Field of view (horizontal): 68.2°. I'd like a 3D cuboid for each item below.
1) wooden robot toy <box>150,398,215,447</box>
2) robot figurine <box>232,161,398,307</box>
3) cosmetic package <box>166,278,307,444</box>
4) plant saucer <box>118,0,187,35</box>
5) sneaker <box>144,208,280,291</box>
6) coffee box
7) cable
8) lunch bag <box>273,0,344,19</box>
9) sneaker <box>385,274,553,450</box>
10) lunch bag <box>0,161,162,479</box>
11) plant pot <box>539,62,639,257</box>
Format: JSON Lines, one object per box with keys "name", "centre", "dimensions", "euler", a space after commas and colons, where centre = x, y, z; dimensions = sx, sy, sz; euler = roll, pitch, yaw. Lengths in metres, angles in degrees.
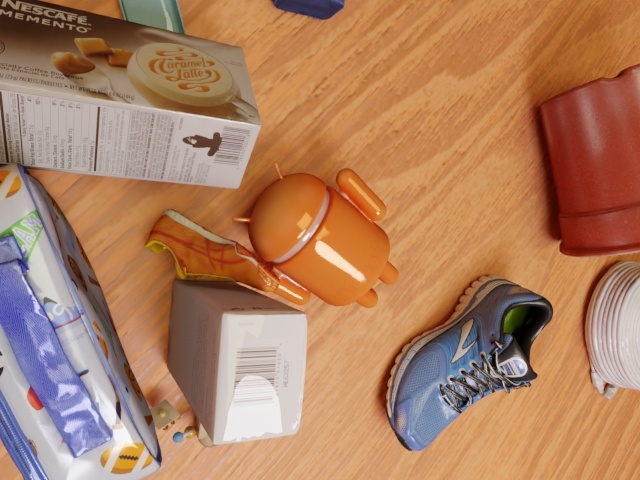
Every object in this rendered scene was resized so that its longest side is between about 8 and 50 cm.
{"name": "wooden robot toy", "centre": [-0.132, 0.225, 0.605], "dimensions": [0.173, 0.076, 0.079], "euler": [-6, 131, -26]}
{"name": "robot figurine", "centre": [0.001, -0.002, 0.608], "dimensions": [0.219, 0.158, 0.128], "euler": [36, 45, -24]}
{"name": "cosmetic package", "centre": [-0.101, 0.111, 0.506], "dimensions": [0.085, 0.231, 0.117], "euler": [5, 92, -26]}
{"name": "plant saucer", "centre": [-0.203, -0.287, 0.549], "dimensions": [0.067, 0.018, 0.192], "euler": [-18, 102, -24]}
{"name": "sneaker", "centre": [-0.124, 0.025, 0.549], "dimensions": [0.067, 0.175, 0.064], "euler": [-63, 158, -11]}
{"name": "coffee box", "centre": [-0.200, -0.145, 0.483], "dimensions": [0.246, 0.098, 0.141], "euler": [3, 50, -26]}
{"name": "cable", "centre": [0.644, 0.173, 0.957], "dimensions": [0.257, 0.089, 0.257], "euler": [-30, 106, -21]}
{"name": "lunch bag", "centre": [-0.010, -0.336, 0.613], "dimensions": [0.098, 0.067, 0.065], "euler": [1, 93, -27]}
{"name": "sneaker", "centre": [0.233, 0.184, 0.724], "dimensions": [0.330, 0.147, 0.130], "euler": [-45, 111, -16]}
{"name": "lunch bag", "centre": [-0.252, 0.077, 0.423], "dimensions": [0.115, 0.243, 0.303], "euler": [-26, 105, -23]}
{"name": "plant pot", "centre": [0.507, -0.141, 0.790], "dimensions": [0.272, 0.272, 0.265], "euler": [-20, 94, -24]}
